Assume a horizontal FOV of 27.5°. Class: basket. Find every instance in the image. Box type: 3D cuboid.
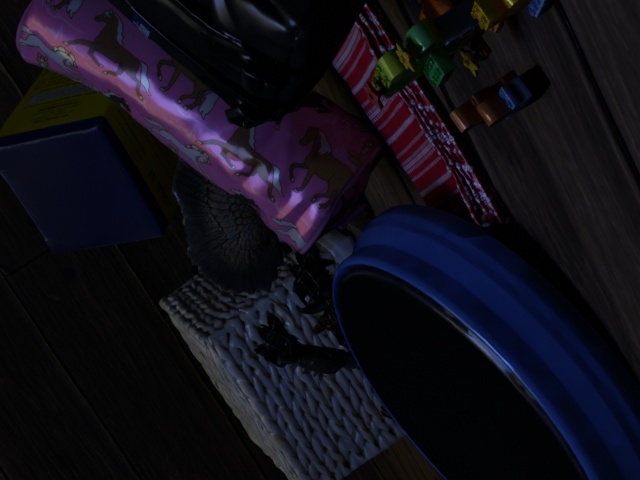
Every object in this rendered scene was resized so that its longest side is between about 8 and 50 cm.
[{"bbox_3d":[-0.031,0.168,2.006,0.331,0.266,0.328,58,169,-18],"label":"basket"}]

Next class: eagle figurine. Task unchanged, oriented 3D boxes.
[{"bbox_3d":[-0.082,-0.090,1.679,0.298,0.225,0.226,68,162,1],"label":"eagle figurine"}]

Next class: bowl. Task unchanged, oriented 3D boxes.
[{"bbox_3d":[0.155,0.144,1.206,0.391,0.077,0.391,45,160,21],"label":"bowl"}]

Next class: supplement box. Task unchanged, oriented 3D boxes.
[{"bbox_3d":[-0.286,-0.177,1.873,0.194,0.195,0.356,63,-148,-33],"label":"supplement box"}]

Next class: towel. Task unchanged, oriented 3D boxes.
[{"bbox_3d":[0.066,-0.119,1.179,0.275,0.031,0.199,57,173,0],"label":"towel"}]

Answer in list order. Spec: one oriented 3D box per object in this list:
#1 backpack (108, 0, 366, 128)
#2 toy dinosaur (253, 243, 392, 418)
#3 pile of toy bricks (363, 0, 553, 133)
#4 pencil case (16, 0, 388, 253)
[{"bbox_3d":[-0.110,-0.282,0.903,0.356,0.273,0.290,31,173,0],"label":"backpack"},{"bbox_3d":[0.057,0.100,1.583,0.218,0.164,0.322,17,-177,-18],"label":"toy dinosaur"},{"bbox_3d":[0.073,-0.123,0.830,0.118,0.105,0.212,56,172,10],"label":"pile of toy bricks"},{"bbox_3d":[-0.115,-0.144,1.324,0.386,0.160,0.167,35,-153,3],"label":"pencil case"}]
